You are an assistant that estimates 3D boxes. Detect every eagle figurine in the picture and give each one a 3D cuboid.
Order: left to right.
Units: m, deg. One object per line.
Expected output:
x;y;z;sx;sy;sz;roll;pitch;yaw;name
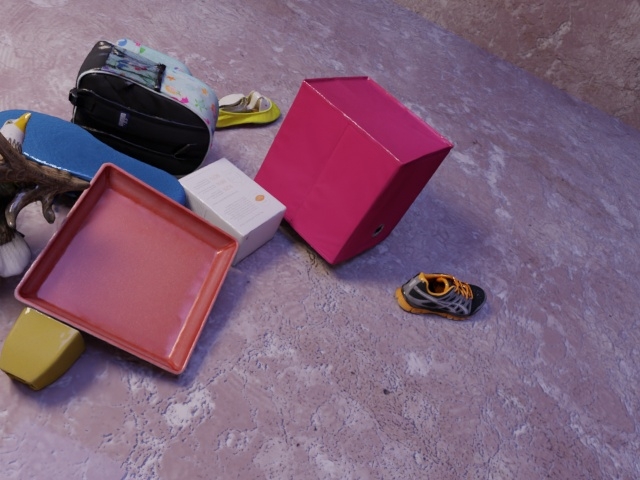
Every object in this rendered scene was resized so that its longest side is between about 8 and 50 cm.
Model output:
-0.487;-0.096;0.733;0.298;0.226;0.225;6;32;21;eagle figurine

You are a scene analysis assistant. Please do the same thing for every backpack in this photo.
-0.328;-0.246;1.007;0.254;0.225;0.191;20;48;-16;backpack

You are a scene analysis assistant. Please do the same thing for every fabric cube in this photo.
0.065;-0.153;1.064;0.259;0.258;0.254;44;35;16;fabric cube

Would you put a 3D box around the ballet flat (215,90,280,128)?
-0.181;-0.323;1.255;0.231;0.077;0.077;-20;61;-39;ballet flat

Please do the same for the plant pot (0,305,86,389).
-0.386;0.155;0.710;0.081;0.081;0.083;27;58;-2;plant pot

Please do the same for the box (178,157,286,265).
-0.178;-0.058;1.001;0.170;0.091;0.130;40;44;12;box

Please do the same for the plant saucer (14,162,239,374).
-0.286;0.045;0.816;0.258;0.048;0.259;33;53;-20;plant saucer

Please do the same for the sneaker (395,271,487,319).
0.265;0.110;1.075;0.215;0.083;0.084;3;47;-26;sneaker

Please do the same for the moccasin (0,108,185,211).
-0.415;-0.104;0.910;0.342;0.117;0.137;29;44;-4;moccasin
